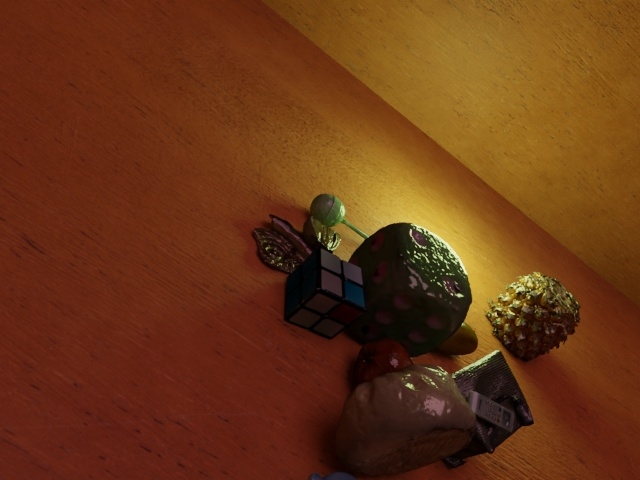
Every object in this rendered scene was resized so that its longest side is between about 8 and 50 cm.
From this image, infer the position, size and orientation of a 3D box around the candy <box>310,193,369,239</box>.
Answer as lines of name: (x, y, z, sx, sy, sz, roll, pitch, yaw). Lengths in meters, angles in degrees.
candy: (0.141, -0.033, 2.052, 0.439, 0.119, 0.119, 33, 35, -27)

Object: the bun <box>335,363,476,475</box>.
bun: (0.209, 0.448, 1.396, 0.359, 0.360, 0.211, 15, 40, -36)

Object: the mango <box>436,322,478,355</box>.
mango: (0.455, 0.339, 1.963, 0.253, 0.113, 0.139, 13, 49, -28)

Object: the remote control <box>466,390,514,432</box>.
remote control: (0.473, 0.478, 1.530, 0.162, 0.029, 0.061, 31, 60, -19)

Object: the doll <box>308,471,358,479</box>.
doll: (0.081, 0.643, 1.227, 0.314, 0.141, 0.177, 47, 31, -2)

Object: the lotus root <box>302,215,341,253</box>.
lotus root: (-0.004, 0.001, 1.873, 0.143, 0.070, 0.144, 37, 26, -17)

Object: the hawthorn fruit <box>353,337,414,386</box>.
hawthorn fruit: (0.197, 0.388, 1.591, 0.200, 0.179, 0.179, 44, 33, -19)

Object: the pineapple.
pineapple: (0.899, 0.310, 2.302, 0.352, 0.300, 0.353, 23, 38, -19)

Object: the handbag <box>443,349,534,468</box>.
handbag: (0.466, 0.514, 1.663, 0.340, 0.247, 0.240, -15, 64, -37)

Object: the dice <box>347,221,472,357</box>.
dice: (0.270, 0.163, 1.768, 0.318, 0.322, 0.330, 29, 36, -22)

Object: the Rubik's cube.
Rubik's cube: (0.013, 0.159, 1.630, 0.180, 0.183, 0.167, 29, 38, -26)

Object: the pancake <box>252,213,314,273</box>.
pancake: (-0.099, 0.014, 1.777, 0.257, 0.056, 0.212, 20, 41, -32)
